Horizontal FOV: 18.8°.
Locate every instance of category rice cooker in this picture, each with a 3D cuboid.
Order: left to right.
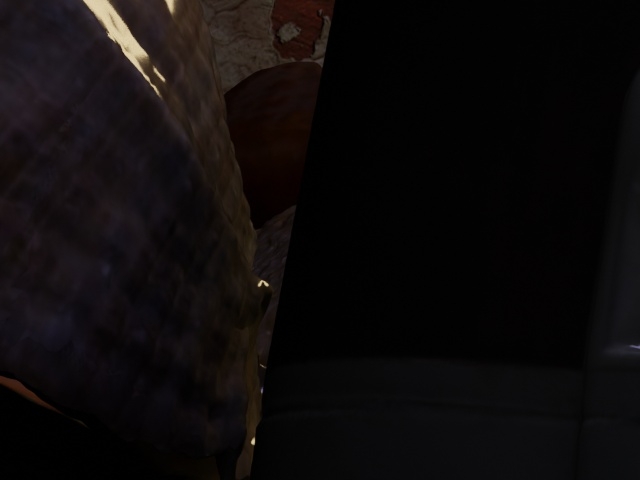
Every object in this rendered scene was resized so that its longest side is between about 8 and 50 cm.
[{"bbox_3d":[0.151,-0.001,0.556,0.335,0.325,0.335,11,-10,2],"label":"rice cooker"}]

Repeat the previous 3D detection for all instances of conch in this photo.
[{"bbox_3d":[-0.131,-0.064,0.630,0.352,0.210,0.297,24,5,-3],"label":"conch"}]

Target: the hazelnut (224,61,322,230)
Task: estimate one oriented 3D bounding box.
[{"bbox_3d":[0.002,0.008,0.949,0.202,0.170,0.160,-13,34,4],"label":"hazelnut"}]

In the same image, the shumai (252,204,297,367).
[{"bbox_3d":[0.005,0.058,0.801,0.116,0.145,0.145,48,-7,-19],"label":"shumai"}]
